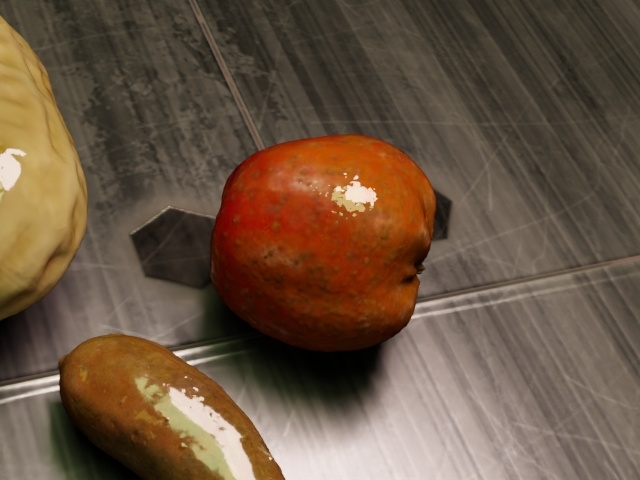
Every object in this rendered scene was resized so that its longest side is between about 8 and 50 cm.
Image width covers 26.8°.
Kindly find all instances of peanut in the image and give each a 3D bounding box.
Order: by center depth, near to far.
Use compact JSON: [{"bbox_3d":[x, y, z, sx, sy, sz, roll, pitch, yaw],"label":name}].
[{"bbox_3d":[-0.302,-0.083,1.069,0.169,0.192,0.387,35,19,-45],"label":"peanut"}]

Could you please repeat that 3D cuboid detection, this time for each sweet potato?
[{"bbox_3d":[-0.080,0.162,0.942,0.097,0.097,0.292,-30,61,-33],"label":"sweet potato"}]

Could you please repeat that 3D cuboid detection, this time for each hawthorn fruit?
[{"bbox_3d":[0.000,0.000,1.059,0.189,0.189,0.189,6,47,-7],"label":"hawthorn fruit"}]
